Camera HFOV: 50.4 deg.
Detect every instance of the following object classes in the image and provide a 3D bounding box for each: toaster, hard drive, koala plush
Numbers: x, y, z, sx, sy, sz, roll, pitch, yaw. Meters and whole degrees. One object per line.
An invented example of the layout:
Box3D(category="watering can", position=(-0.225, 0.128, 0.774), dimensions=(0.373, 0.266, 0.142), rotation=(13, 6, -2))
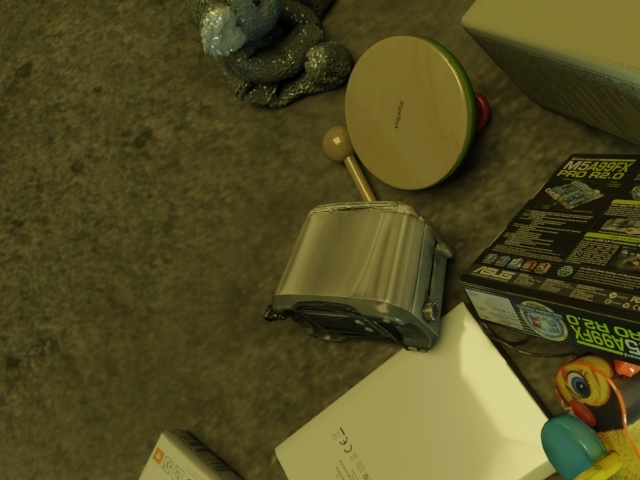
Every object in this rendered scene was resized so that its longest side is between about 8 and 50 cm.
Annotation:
Box3D(category="toaster", position=(0.046, 0.041, 0.811), dimensions=(0.227, 0.129, 0.146), rotation=(-1, 60, 39))
Box3D(category="hard drive", position=(0.107, 0.245, 0.789), dimensions=(0.307, 0.040, 0.203), rotation=(-41, 62, 15))
Box3D(category="koala plush", position=(-0.100, -0.298, 0.929), dimensions=(0.203, 0.221, 0.196), rotation=(-21, 69, 25))

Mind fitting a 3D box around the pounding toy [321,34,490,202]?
Box3D(category="pounding toy", position=(0.121, -0.146, 0.854), dimensions=(0.183, 0.110, 0.237), rotation=(55, 136, 16))

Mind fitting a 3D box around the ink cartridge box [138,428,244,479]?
Box3D(category="ink cartridge box", position=(-0.161, 0.461, 0.880), dimensions=(0.304, 0.072, 0.307), rotation=(28, 95, 30))

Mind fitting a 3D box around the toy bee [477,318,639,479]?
Box3D(category="toy bee", position=(0.267, 0.166, 0.626), dimensions=(0.298, 0.162, 0.195), rotation=(39, 62, 10))

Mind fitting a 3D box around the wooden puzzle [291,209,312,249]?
Box3D(category="wooden puzzle", position=(0.000, 0.000, 0.924), dimensions=(0.079, 0.014, 0.116), rotation=(19, 88, 32))

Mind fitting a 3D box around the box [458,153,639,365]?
Box3D(category="box", position=(0.293, 0.008, 0.611), dimensions=(0.216, 0.060, 0.270), rotation=(-44, 29, -23))

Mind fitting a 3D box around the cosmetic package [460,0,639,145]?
Box3D(category="cosmetic package", position=(0.285, -0.179, 0.643), dimensions=(0.113, 0.160, 0.309), rotation=(-52, 31, 8))
